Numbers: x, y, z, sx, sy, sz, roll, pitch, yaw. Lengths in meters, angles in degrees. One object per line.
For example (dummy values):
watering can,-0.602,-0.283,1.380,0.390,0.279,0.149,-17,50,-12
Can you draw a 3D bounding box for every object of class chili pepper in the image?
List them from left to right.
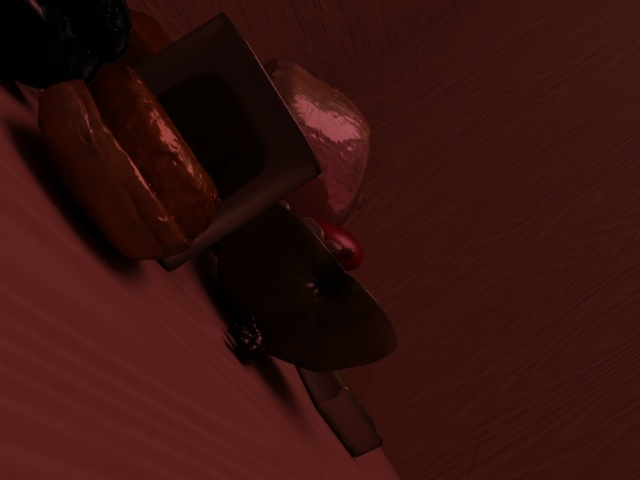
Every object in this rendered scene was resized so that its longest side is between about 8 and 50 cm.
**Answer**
chili pepper,-0.296,-0.251,0.774,0.174,0.165,0.261,43,-8,15

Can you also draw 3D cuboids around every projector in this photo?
projector,-0.174,-0.137,0.982,0.248,0.249,0.248,57,-3,-14

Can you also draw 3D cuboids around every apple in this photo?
apple,-0.023,0.078,1.246,0.360,0.320,0.311,157,-64,-81

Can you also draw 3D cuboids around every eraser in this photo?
eraser,0.040,0.388,1.730,0.210,0.092,0.274,58,-5,-23

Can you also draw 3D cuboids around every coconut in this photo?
coconut,-0.062,-0.165,1.526,0.404,0.405,0.404,56,-3,4

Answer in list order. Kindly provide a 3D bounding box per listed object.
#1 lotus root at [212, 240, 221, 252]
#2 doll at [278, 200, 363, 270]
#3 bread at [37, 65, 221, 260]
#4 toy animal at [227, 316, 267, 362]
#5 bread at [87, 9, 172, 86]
lotus root,-0.221,-0.033,1.699,0.260,0.128,0.145,49,18,-45
doll,0.000,0.000,1.310,0.183,0.085,0.217,32,-1,39
bread,-0.191,-0.073,0.717,0.198,0.120,0.236,58,-3,-5
toy animal,-0.105,0.148,1.034,0.065,0.047,0.135,64,-7,10
bread,-0.298,-0.235,1.247,0.388,0.183,0.236,55,-6,12
